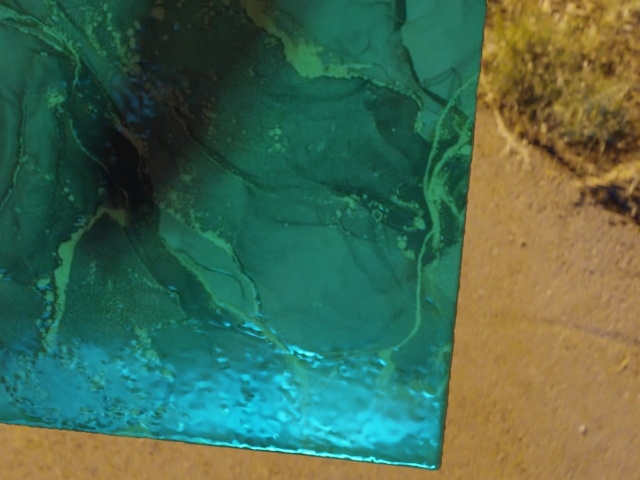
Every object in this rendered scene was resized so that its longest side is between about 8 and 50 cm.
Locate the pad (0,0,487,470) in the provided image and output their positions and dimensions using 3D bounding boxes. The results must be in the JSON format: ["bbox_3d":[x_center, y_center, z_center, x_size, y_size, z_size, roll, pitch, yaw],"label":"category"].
[{"bbox_3d":[-0.054,-0.081,0.539,0.248,0.367,0.007,5,17,3],"label":"pad"}]
